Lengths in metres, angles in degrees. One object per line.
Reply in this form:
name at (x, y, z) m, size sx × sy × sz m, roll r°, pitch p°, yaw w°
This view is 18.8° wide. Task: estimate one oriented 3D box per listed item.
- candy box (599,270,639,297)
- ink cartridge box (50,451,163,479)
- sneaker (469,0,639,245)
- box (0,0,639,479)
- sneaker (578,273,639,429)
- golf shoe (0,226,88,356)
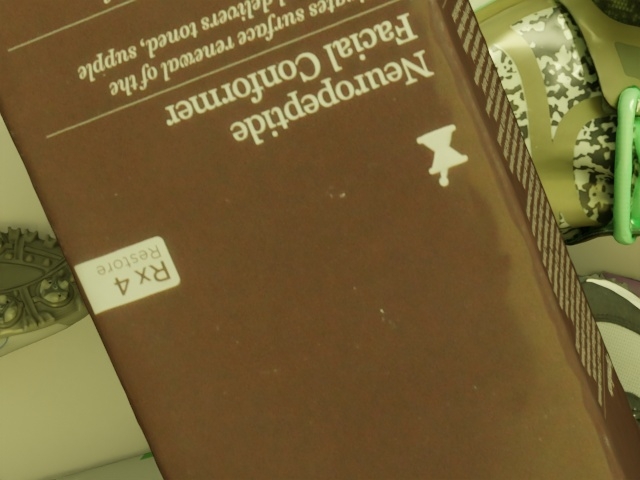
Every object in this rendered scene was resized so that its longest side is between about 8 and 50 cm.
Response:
candy box at (0.199, 0.130, 1.096) m, size 0.165 × 0.070 × 0.196 m, roll 15°, pitch 115°, yaw -20°
ink cartridge box at (-0.053, 0.260, 1.076) m, size 0.211 × 0.121 × 0.289 m, roll -16°, pitch 121°, yaw -6°
sneaker at (0.209, -0.050, 0.930) m, size 0.410 × 0.182 × 0.158 m, roll -12°, pitch 121°, yaw -7°
box at (0.000, 0.000, 0.847) m, size 0.191 × 0.143 × 0.381 m, roll -21°, pitch 103°, yaw 12°
sneaker at (0.159, 0.133, 0.985) m, size 0.100 × 0.108 × 0.271 m, roll -21°, pitch 119°, yaw 4°
golf shoe at (-0.193, 0.048, 0.968) m, size 0.176 × 0.069 × 0.086 m, roll -12°, pitch 141°, yaw -4°
